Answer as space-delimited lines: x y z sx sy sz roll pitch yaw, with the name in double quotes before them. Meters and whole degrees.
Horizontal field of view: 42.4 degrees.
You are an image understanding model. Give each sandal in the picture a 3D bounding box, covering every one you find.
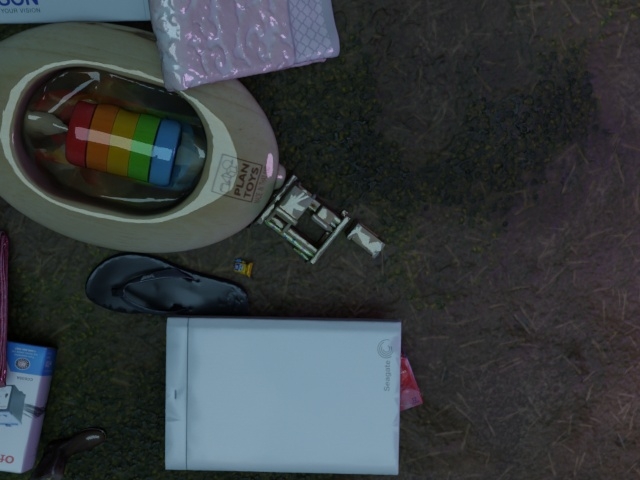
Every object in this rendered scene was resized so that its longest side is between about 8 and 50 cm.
"sandal" -0.237 0.078 1.280 0.254 0.054 0.097 8 103 -5

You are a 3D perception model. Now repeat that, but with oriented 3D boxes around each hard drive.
"hard drive" -0.056 0.233 1.252 0.353 0.047 0.233 1 91 0

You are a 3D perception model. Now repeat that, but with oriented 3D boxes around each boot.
"boot" -0.398 0.345 1.302 0.106 0.114 0.037 -19 104 1

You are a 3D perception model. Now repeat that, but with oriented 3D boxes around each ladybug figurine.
"ladybug figurine" -0.269 -0.144 1.171 0.449 0.162 0.305 17 101 -7

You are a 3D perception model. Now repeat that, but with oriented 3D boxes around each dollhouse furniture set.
"dollhouse furniture set" 0.000 0.000 1.222 0.182 0.161 0.101 37 99 -10

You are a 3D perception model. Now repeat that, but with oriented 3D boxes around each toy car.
"toy car" -0.134 -0.004 1.269 0.040 0.060 0.122 8 97 27

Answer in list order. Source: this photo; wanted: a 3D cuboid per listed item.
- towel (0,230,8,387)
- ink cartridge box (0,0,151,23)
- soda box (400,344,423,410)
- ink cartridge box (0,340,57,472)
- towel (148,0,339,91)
"towel" -0.629 0.114 1.221 0.329 0.037 0.237 -6 74 0
"ink cartridge box" -0.335 -0.457 1.087 0.324 0.071 0.330 0 116 7
"soda box" 0.024 0.253 1.323 0.263 0.083 0.092 -21 103 2
"ink cartridge box" -0.497 0.248 1.261 0.139 0.082 0.191 9 79 -6
"towel" -0.104 -0.380 1.077 0.053 0.317 0.332 4 108 41
